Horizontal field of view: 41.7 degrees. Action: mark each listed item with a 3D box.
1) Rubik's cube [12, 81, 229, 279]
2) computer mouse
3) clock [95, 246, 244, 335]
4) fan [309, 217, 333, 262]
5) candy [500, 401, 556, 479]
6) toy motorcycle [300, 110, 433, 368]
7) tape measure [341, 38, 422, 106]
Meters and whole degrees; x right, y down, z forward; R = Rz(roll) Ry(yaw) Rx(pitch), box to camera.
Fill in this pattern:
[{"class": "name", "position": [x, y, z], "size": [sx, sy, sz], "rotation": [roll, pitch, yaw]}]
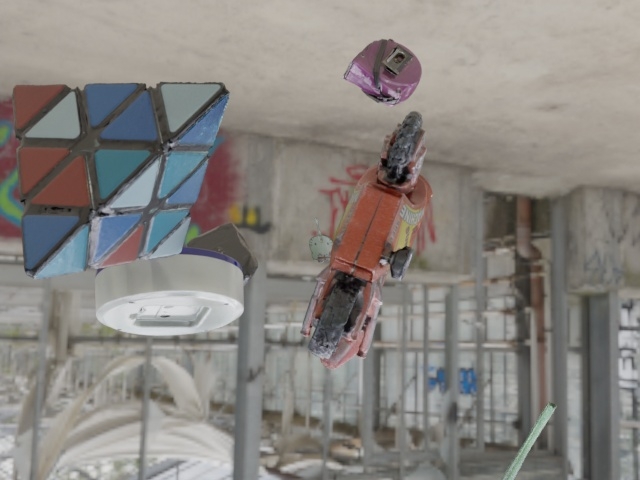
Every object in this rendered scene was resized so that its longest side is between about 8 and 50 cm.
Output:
[{"class": "Rubik's cube", "position": [-0.291, -0.087, 0.937], "size": [0.250, 0.234, 0.284], "rotation": [-39, 164, -37]}, {"class": "computer mouse", "position": [-0.192, 0.043, 1.696], "size": [0.122, 0.073, 0.217], "rotation": [-23, -144, -11]}, {"class": "clock", "position": [-0.236, 0.085, 1.320], "size": [0.231, 0.083, 0.230], "rotation": [-3, 157, -1]}, {"class": "fan", "position": [0.000, 0.000, 1.469], "size": [0.056, 0.083, 0.004], "rotation": [-4, -164, 36]}, {"class": "candy", "position": [0.313, 0.386, 1.381], "size": [0.092, 0.335, 0.093], "rotation": [22, -147, 6]}, {"class": "toy motorcycle", "position": [0.061, 0.002, 0.959], "size": [0.089, 0.298, 0.171], "rotation": [22, 170, 4]}, {"class": "tape measure", "position": [0.116, -0.297, 1.492], "size": [0.118, 0.125, 0.074], "rotation": [35, 145, 2]}]
